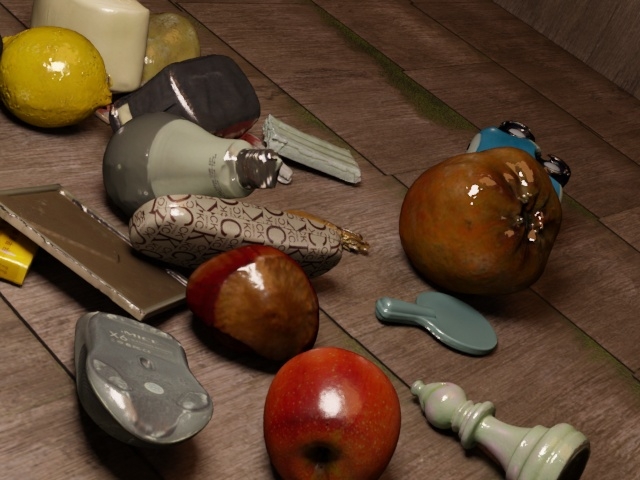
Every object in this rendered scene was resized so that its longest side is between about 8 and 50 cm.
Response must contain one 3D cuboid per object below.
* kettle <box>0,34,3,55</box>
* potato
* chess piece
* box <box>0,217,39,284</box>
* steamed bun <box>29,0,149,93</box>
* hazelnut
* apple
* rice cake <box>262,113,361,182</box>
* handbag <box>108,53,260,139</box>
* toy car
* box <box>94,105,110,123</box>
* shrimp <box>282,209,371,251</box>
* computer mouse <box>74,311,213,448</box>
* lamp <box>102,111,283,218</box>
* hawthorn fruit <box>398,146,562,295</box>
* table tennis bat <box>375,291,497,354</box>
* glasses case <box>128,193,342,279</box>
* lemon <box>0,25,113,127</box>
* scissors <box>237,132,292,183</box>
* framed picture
[{"bbox_3d":[-0.644,-0.318,1.748,0.268,0.207,0.290,1,28,-26],"label":"kettle"},{"bbox_3d":[-0.315,-0.355,2.117,0.157,0.157,0.194,26,31,0],"label":"potato"},{"bbox_3d":[0.242,0.279,1.586,0.271,0.139,0.139,28,27,29],"label":"chess piece"},{"bbox_3d":[-0.525,-0.034,1.536,0.269,0.043,0.152,22,27,-9],"label":"box"},{"bbox_3d":[-0.436,-0.375,1.994,0.250,0.200,0.154,29,22,32],"label":"steamed bun"},{"bbox_3d":[-0.089,0.098,1.583,0.202,0.160,0.170,55,31,-29],"label":"hazelnut"},{"bbox_3d":[0.012,0.232,1.401,0.181,0.181,0.168,27,30,2],"label":"apple"},{"bbox_3d":[-0.014,-0.177,2.151,0.211,0.038,0.124,23,22,-21],"label":"rice cake"},{"bbox_3d":[-0.236,-0.216,1.923,0.181,0.181,0.254,58,29,-3],"label":"handbag"},{"bbox_3d":[0.375,-0.120,2.249,0.190,0.188,0.255,-7,45,-35],"label":"toy car"},{"bbox_3d":[-0.402,-0.241,2.001,0.083,0.012,0.046,34,29,17],"label":"box"},{"bbox_3d":[0.001,-0.001,1.913,0.178,0.034,0.124,23,32,-2],"label":"shrimp"},{"bbox_3d":[-0.241,0.169,1.403,0.167,0.090,0.379,24,14,-19],"label":"computer mouse"},{"bbox_3d":[-0.203,-0.092,1.699,0.314,0.182,0.182,22,23,33],"label":"lamp"},{"bbox_3d":[0.266,-0.031,1.952,0.267,0.301,0.268,7,78,-36],"label":"hawthorn fruit"},{"bbox_3d":[0.197,0.131,1.852,0.244,0.040,0.153,12,31,-31],"label":"table tennis bat"},{"bbox_3d":[-0.124,0.001,1.678,0.354,0.137,0.085,13,60,-36],"label":"glasses case"},{"bbox_3d":[-0.451,-0.275,1.850,0.206,0.173,0.173,14,31,-8],"label":"lemon"},{"bbox_3d":[-0.142,-0.186,2.099,0.242,0.030,0.118,39,31,22],"label":"scissors"},{"bbox_3d":[-0.324,0.010,1.578,0.289,0.016,0.213,35,14,9],"label":"framed picture"}]
